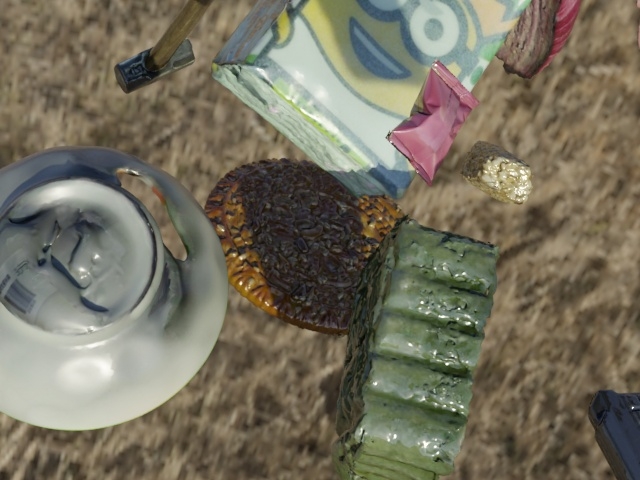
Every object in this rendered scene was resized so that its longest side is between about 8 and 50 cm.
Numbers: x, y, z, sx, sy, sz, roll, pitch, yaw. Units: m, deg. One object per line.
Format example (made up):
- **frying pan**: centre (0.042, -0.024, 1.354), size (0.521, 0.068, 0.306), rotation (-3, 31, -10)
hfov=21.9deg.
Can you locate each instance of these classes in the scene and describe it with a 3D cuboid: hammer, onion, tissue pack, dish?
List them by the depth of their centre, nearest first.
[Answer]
- **dish**: centre (-0.259, 0.031, 1.760), size (0.324, 0.124, 0.324), rotation (1, 70, -3)
- **tissue pack**: centre (0.063, -0.230, 1.765), size (0.228, 0.128, 0.311), rotation (40, 75, -21)
- **onion**: centre (0.249, -0.345, 2.001), size (0.111, 0.248, 0.250), rotation (-15, 44, -24)
- **hammer**: centre (-0.184, -0.273, 2.170), size (0.111, 0.365, 0.043), rotation (-26, 89, -20)

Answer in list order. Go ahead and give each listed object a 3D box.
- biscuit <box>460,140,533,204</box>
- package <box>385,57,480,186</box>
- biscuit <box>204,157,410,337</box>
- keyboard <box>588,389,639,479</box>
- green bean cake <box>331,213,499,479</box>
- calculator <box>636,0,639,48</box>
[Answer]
- **biscuit**: centre (0.248, -0.094, 2.316), size (0.082, 0.070, 0.168), rotation (24, 5, -8)
- **package**: centre (0.086, -0.091, 1.271), size (0.059, 0.029, 0.083), rotation (44, 69, -30)
- **biscuit**: centre (0.000, 0.000, 2.072), size (0.305, 0.038, 0.305), rotation (14, 42, -13)
- **keyboard**: centre (0.241, 0.191, 0.944), size (0.106, 0.016, 0.262), rotation (0, 50, -31)
- **green bean cake**: centre (0.088, 0.129, 1.665), size (0.132, 0.241, 0.255), rotation (15, 74, -3)
- **calculator**: centre (0.281, -0.277, 1.131), size (0.048, 0.220, 0.330), rotation (21, 63, 16)
